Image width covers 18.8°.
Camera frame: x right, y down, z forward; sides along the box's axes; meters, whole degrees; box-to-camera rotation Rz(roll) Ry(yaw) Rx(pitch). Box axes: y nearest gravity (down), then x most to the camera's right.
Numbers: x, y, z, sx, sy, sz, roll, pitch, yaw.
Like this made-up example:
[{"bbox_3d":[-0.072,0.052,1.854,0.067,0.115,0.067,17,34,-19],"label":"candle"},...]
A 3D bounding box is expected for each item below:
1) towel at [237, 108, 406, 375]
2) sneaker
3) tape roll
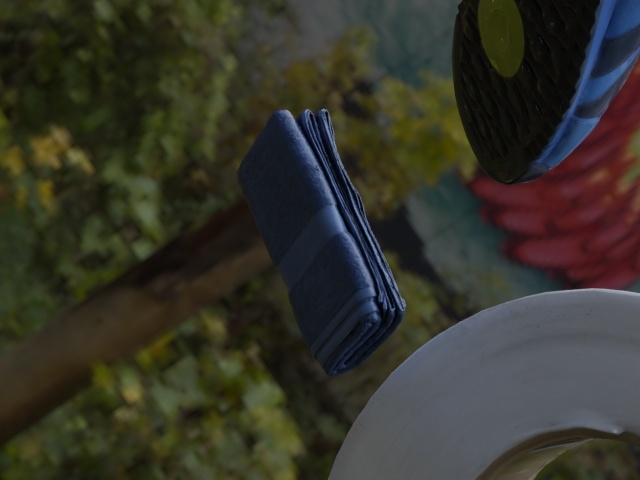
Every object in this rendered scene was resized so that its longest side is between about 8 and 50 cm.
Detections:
[{"bbox_3d":[0.000,0.000,0.925,0.067,0.029,0.119,-50,-123,48],"label":"towel"},{"bbox_3d":[0.102,-0.095,0.613,0.069,0.082,0.209,61,-29,31],"label":"sneaker"},{"bbox_3d":[0.144,0.164,0.952,0.286,0.286,0.100,57,16,16],"label":"tape roll"}]
